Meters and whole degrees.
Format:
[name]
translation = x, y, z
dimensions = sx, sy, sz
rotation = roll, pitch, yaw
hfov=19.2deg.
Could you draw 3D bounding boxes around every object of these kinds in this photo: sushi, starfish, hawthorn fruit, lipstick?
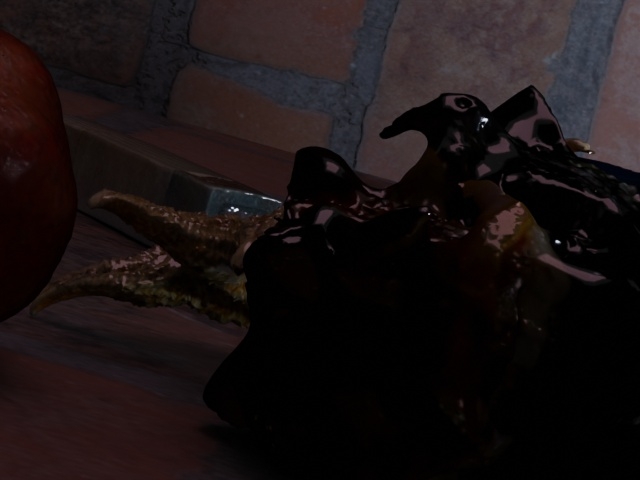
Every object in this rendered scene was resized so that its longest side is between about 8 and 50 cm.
[sushi]
translation = 0.058, 0.051, 0.995
dimensions = 0.212, 0.215, 0.227
rotation = 5, 32, -36
[starfish]
translation = -0.021, 0.007, 1.199
dimensions = 0.301, 0.084, 0.293
rotation = -23, -16, 41
[hawthorn fruit]
translation = -0.239, -0.032, 0.982
dimensions = 0.189, 0.189, 0.251
rotation = 20, 14, 34
[lipstick]
translation = -0.168, -0.049, 1.754
dimensions = 0.080, 0.076, 0.371
rotation = 9, 9, -34

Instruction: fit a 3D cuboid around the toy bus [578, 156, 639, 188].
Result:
[toy bus]
translation = 0.226, 0.010, 1.760
dimensions = 0.138, 0.175, 0.288
rotation = 20, 7, 26
